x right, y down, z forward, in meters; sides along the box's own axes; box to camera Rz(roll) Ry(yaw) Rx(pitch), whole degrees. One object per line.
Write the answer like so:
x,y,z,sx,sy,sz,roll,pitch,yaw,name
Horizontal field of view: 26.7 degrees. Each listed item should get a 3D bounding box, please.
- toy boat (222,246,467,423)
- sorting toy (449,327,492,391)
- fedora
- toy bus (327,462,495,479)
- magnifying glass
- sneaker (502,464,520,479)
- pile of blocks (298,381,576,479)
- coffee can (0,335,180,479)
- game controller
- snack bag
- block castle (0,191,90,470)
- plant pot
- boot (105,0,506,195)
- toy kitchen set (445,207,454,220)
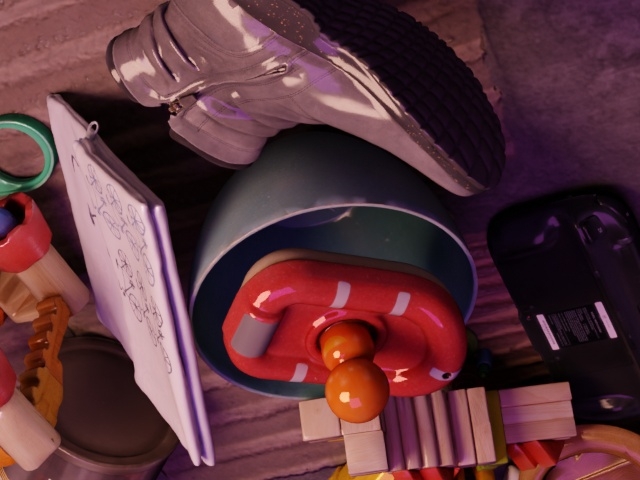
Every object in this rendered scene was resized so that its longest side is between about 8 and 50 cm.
0.029,0.106,1.266,0.231,0.151,0.151,8,133,-20,toy boat
0.172,0.151,1.595,0.061,0.042,0.102,-13,122,18,sorting toy
0.338,0.296,1.633,0.194,0.079,0.194,5,106,20,fedora
0.144,0.305,1.666,0.220,0.149,0.211,28,109,-13,toy bus
-0.392,-0.066,1.547,0.231,0.026,0.092,-32,115,29,magnifying glass
0.266,0.344,1.707,0.085,0.058,0.152,11,131,9,sneaker
0.131,0.231,1.510,0.362,0.112,0.149,1,163,-29,pile of blocks
-0.308,0.283,1.675,0.202,0.201,0.275,24,126,-8,coffee can
0.309,0.083,1.522,0.167,0.067,0.319,-9,124,33,game controller
-0.210,0.029,1.422,0.037,0.342,0.323,-21,124,-19,snack bag
-0.504,0.126,1.511,0.453,0.303,0.213,-16,132,19,block castle
0.000,0.000,1.402,0.290,0.195,0.290,-6,136,-6,plant pot
-0.012,-0.127,1.228,0.338,0.118,0.223,41,134,-9,boot
0.138,0.028,1.496,0.083,0.068,0.075,39,122,-18,toy kitchen set
